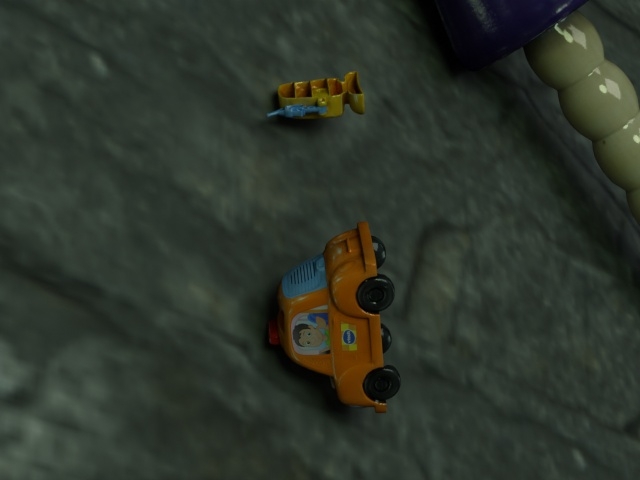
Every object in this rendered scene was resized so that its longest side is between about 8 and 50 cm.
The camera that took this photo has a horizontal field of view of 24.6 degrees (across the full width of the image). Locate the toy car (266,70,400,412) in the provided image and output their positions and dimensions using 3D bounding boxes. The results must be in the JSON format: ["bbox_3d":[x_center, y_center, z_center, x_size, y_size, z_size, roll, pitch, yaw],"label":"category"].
[{"bbox_3d":[0.000,0.000,0.490,0.040,0.060,0.122,-6,42,-2],"label":"toy car"}]

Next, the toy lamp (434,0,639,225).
[{"bbox_3d":[0.133,-0.032,0.597,0.274,0.080,0.080,53,41,-8],"label":"toy lamp"}]
